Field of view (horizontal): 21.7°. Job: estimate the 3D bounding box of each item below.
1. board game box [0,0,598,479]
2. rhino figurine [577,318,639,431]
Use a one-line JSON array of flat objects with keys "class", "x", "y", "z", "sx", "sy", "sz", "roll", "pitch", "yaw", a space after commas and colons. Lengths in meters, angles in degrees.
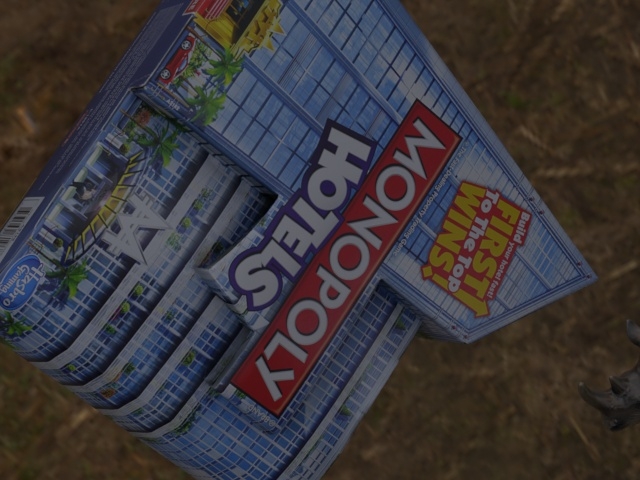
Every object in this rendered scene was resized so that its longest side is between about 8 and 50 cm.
[{"class": "board game box", "x": 0.000, "y": 0.000, "z": 0.624, "sx": 0.194, "sy": 0.194, "sz": 0.060, "roll": -58, "pitch": 22, "yaw": -13}, {"class": "rhino figurine", "x": 0.292, "y": 0.098, "z": 1.175, "sx": 0.243, "sy": 0.106, "sz": 0.073, "roll": 1, "pitch": 36, "yaw": -15}]
